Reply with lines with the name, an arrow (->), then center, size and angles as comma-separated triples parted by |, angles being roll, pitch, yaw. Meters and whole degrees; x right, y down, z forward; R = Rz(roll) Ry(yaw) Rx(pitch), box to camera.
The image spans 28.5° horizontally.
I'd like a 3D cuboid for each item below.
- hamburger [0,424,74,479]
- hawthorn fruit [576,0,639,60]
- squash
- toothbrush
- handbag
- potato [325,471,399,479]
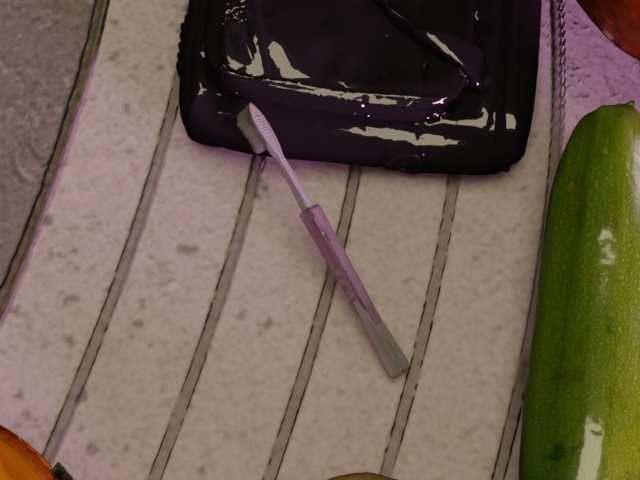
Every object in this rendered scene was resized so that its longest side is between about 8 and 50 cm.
hamburger -> -0.227, 0.198, 0.658 | 0.246, 0.170, 0.246 | 0, 81, -3
hawthorn fruit -> 0.292, -0.248, 0.746 | 0.402, 0.403, 0.403 | 0, 68, 0
squash -> 0.169, 0.054, 0.766 | 0.082, 0.082, 0.293 | 9, 67, 3
toothbrush -> 0.002, -0.001, 0.792 | 0.194, 0.017, 0.014 | 58, 36, 2
handbag -> 0.032, -0.183, 0.865 | 0.244, 0.088, 0.275 | 7, 67, -2
potato -> 0.051, 0.189, 0.706 | 0.170, 0.080, 0.107 | 7, 100, 21
